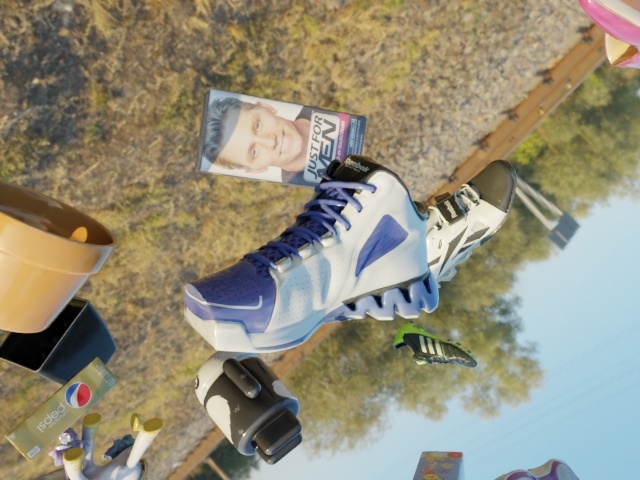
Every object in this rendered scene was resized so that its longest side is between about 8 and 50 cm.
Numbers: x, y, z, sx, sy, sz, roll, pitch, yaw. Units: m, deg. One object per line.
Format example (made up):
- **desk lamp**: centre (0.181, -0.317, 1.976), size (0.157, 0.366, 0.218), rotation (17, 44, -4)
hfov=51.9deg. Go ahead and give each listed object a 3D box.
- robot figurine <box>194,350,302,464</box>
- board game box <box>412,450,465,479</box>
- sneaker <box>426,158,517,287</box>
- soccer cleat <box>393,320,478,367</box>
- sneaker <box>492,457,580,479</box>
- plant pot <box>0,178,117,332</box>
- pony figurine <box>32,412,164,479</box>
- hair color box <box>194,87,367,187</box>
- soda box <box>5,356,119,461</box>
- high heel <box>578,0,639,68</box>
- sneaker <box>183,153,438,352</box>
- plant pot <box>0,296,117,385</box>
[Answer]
- **robot figurine**: centre (-0.162, 0.364, 1.472), size (0.174, 0.278, 0.209), rotation (1, 125, -54)
- **board game box**: centre (0.218, 0.575, 1.182), size (0.086, 0.308, 0.302), rotation (-4, 177, 14)
- **sneaker**: centre (0.278, -0.040, 1.396), size (0.146, 0.122, 0.330), rotation (19, 117, -30)
- **soccer cleat**: centre (0.234, 0.230, 1.349), size (0.072, 0.179, 0.060), rotation (-59, 148, -15)
- **sneaker**: centre (0.452, 0.547, 1.430), size (0.305, 0.114, 0.152), rotation (12, 143, -33)
- **plant pot**: centre (-0.546, 0.033, 1.191), size (0.203, 0.291, 0.291), rotation (-63, 170, 4)
- **pony figurine**: centre (-0.535, 0.585, 1.579), size (0.351, 0.303, 0.363), rotation (-14, 130, -30)
- **hair color box**: centre (-0.085, -0.209, 1.427), size (0.105, 0.347, 0.173), rotation (-161, -102, -72)
- **soda box**: centre (-0.424, 0.277, 1.089), size (0.181, 0.058, 0.061), rotation (-43, -174, -27)
- **high heel**: centre (0.290, -0.211, 0.654), size (0.244, 0.082, 0.117), rotation (-16, 175, -41)
- **sneaker**: centre (0.001, 0.000, 0.718), size (0.316, 0.182, 0.127), rotation (-9, -163, -33)
- **plant pot**: centre (-0.595, 0.247, 1.529), size (0.187, 0.188, 0.167), rotation (-61, 139, -28)
